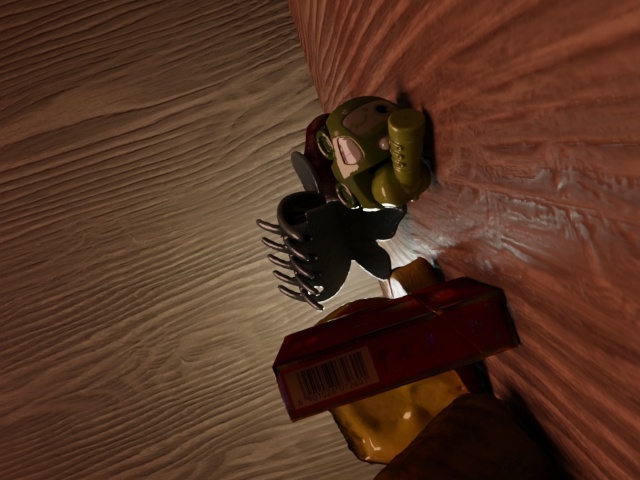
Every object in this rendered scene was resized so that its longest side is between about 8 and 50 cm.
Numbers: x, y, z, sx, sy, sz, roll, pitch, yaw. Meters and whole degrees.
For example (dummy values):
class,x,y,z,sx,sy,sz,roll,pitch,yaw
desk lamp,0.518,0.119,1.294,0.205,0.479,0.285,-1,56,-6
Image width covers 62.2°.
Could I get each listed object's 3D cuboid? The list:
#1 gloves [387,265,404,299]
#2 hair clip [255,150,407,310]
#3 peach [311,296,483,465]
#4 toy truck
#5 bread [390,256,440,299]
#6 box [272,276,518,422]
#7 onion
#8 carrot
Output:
class,x,y,z,sx,sy,sz,roll,pitch,yaw
gloves,0.236,0.199,1.445,0.145,0.126,0.241,24,137,52
hair clip,0.000,0.000,1.348,0.392,0.238,0.318,29,146,37
peach,0.163,0.281,1.074,0.380,0.306,0.242,58,-157,1
toy truck,0.106,-0.133,0.863,0.211,0.148,0.186,32,146,51
bread,0.216,0.117,1.158,0.102,0.095,0.245,62,178,26
box,0.097,0.146,0.777,0.197,0.314,0.089,-2,-107,-89
onion,0.071,-0.240,1.525,0.272,0.195,0.271,18,-111,-55
carrot,0.216,0.372,0.748,0.242,0.341,0.241,26,127,40
